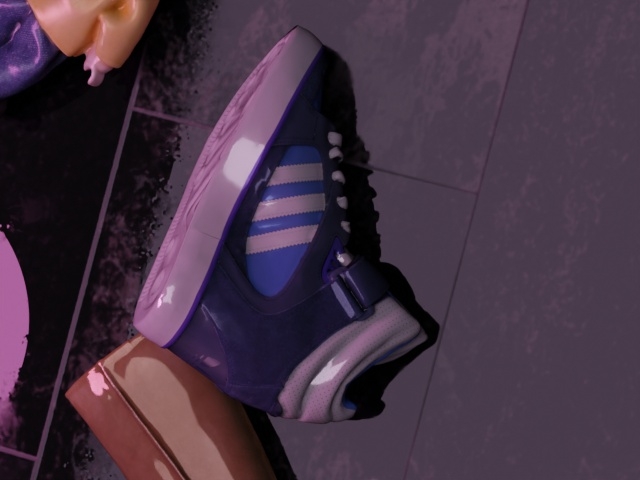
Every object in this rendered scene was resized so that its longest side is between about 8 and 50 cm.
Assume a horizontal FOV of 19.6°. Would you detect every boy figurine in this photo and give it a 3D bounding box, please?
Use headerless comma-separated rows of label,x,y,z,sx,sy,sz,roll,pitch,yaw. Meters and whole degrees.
boy figurine,-0.218,-0.235,1.677,0.285,0.092,0.177,-35,79,8

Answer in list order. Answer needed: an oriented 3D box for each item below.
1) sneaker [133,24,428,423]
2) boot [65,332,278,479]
sneaker,0.000,0.000,1.612,0.236,0.130,0.323,29,68,-14
boot,-0.141,0.236,1.631,0.236,0.089,0.269,-34,80,-4
